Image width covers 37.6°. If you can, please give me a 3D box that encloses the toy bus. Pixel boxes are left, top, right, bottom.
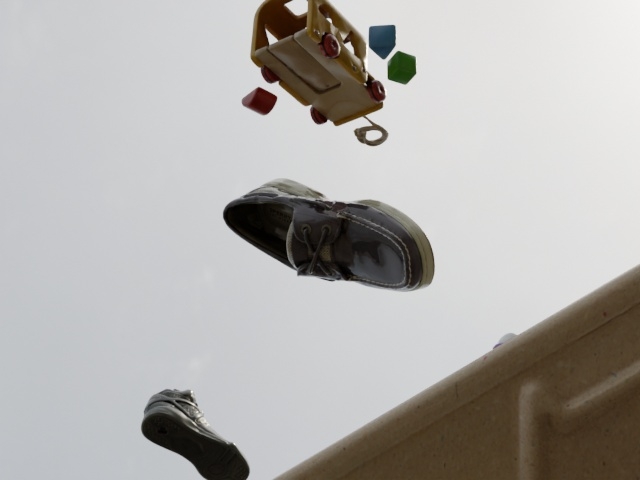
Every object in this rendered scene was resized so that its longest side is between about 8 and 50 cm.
[{"bbox_3d":[0.009,-0.220,1.133,0.190,0.105,0.202,7,-28,-8],"label":"toy bus"}]

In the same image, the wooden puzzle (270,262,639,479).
[{"bbox_3d":[0.100,0.207,0.331,0.347,0.322,0.080,-33,-21,8],"label":"wooden puzzle"}]

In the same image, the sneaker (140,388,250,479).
[{"bbox_3d":[-0.214,0.337,1.658,0.227,0.130,0.087,37,-73,-20],"label":"sneaker"}]

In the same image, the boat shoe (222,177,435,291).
[{"bbox_3d":[0.000,0.000,1.027,0.092,0.285,0.103,-21,-60,-36],"label":"boat shoe"}]

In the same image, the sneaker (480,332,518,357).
[{"bbox_3d":[0.315,0.240,1.420,0.104,0.236,0.095,-19,-51,-25],"label":"sneaker"}]
